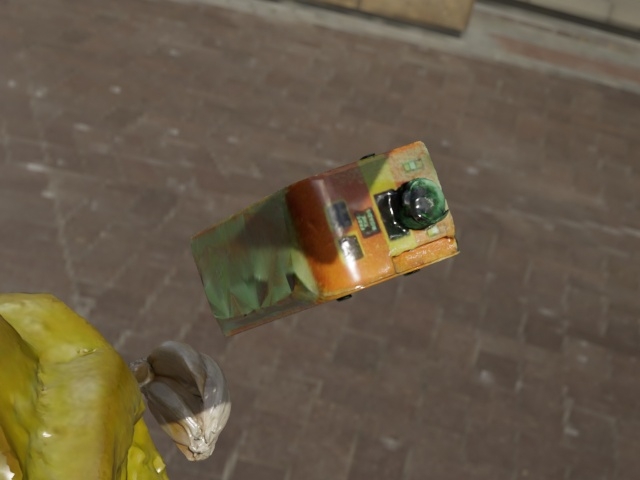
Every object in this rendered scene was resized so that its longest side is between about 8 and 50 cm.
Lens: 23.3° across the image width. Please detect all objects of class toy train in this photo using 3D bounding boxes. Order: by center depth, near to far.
[{"bbox_3d":[0.000,0.000,0.871,0.099,0.072,0.188,-15,-4,-28],"label":"toy train"}]

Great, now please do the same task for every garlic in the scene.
[{"bbox_3d":[-0.115,0.138,1.352,0.094,0.113,0.074,31,55,32],"label":"garlic"}]

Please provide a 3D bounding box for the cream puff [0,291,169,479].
[{"bbox_3d":[-0.154,0.154,0.718,0.269,0.274,0.323,5,20,24],"label":"cream puff"}]
